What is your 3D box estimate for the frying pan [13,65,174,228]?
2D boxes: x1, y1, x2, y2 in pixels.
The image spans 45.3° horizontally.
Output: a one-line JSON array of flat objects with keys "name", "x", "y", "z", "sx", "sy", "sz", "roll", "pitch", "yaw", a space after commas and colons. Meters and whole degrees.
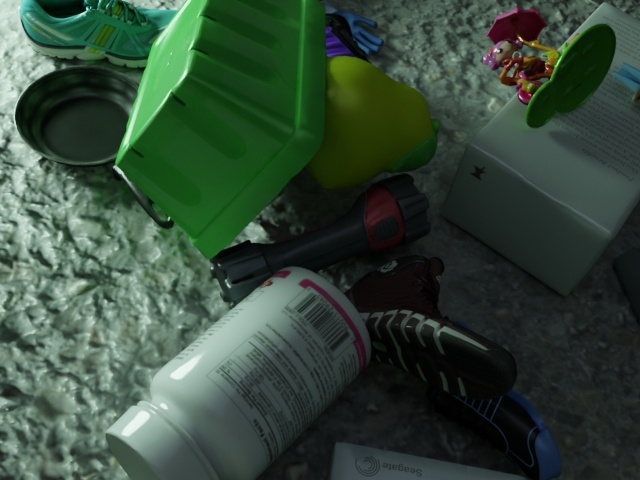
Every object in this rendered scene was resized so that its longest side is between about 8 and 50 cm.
[{"name": "frying pan", "x": -0.292, "y": -0.148, "z": 1.121, "sx": 0.326, "sy": 0.053, "sz": 0.197, "roll": 31, "pitch": 56, "yaw": 10}]

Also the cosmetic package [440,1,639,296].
[{"name": "cosmetic package", "x": 0.409, "y": -0.156, "z": 1.176, "sx": 0.230, "sy": 0.162, "sz": 0.453, "roll": 36, "pitch": 57, "yaw": 16}]

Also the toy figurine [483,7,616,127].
[{"name": "toy figurine", "x": 0.296, "y": -0.259, "z": 1.086, "sx": 0.173, "sy": 0.130, "sz": 0.159, "roll": -44, "pitch": 53, "yaw": -6}]

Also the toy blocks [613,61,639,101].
[{"name": "toy blocks", "x": 0.510, "y": -0.224, "z": 1.109, "sx": 0.148, "sy": 0.054, "sz": 0.123, "roll": 40, "pitch": 59, "yaw": 17}]

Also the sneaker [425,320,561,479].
[{"name": "sneaker", "x": 0.190, "y": 0.204, "z": 0.934, "sx": 0.090, "sy": 0.081, "sz": 0.232, "roll": -21, "pitch": 50, "yaw": -17}]

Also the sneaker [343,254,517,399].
[{"name": "sneaker", "x": 0.135, "y": 0.082, "z": 0.931, "sx": 0.281, "sy": 0.107, "sz": 0.162, "roll": 13, "pitch": 47, "yaw": 41}]

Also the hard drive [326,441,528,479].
[{"name": "hard drive", "x": 0.103, "y": 0.404, "z": 0.798, "sx": 0.232, "sy": 0.047, "sz": 0.353, "roll": 11, "pitch": 54, "yaw": -1}]

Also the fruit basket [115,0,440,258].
[{"name": "fruit basket", "x": -0.044, "y": -0.159, "z": 1.033, "sx": 0.392, "sy": 0.283, "sz": 0.392, "roll": 30, "pitch": 37, "yaw": -26}]

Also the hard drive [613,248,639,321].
[{"name": "hard drive", "x": 0.541, "y": 0.111, "z": 1.076, "sx": 0.171, "sy": 0.054, "sz": 0.255, "roll": -7, "pitch": 56, "yaw": -14}]

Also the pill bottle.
[{"name": "pill bottle", "x": -0.087, "y": 0.170, "z": 0.862, "sx": 0.160, "sy": 0.160, "sz": 0.283, "roll": 40, "pitch": 58, "yaw": 18}]

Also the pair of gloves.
[{"name": "pair of gloves", "x": 0.011, "y": -0.352, "z": 1.336, "sx": 0.198, "sy": 0.023, "sz": 0.159, "roll": -36, "pitch": 69, "yaw": -28}]

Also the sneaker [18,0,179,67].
[{"name": "sneaker", "x": -0.336, "y": -0.346, "z": 1.217, "sx": 0.275, "sy": 0.110, "sz": 0.107, "roll": -2, "pitch": 55, "yaw": -12}]

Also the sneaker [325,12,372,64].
[{"name": "sneaker", "x": 0.031, "y": -0.289, "z": 1.223, "sx": 0.293, "sy": 0.102, "sz": 0.146, "roll": 21, "pitch": 71, "yaw": 5}]

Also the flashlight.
[{"name": "flashlight", "x": 0.000, "y": 0.000, "z": 1.043, "sx": 0.303, "sy": 0.103, "sz": 0.103, "roll": -21, "pitch": 65, "yaw": -17}]
